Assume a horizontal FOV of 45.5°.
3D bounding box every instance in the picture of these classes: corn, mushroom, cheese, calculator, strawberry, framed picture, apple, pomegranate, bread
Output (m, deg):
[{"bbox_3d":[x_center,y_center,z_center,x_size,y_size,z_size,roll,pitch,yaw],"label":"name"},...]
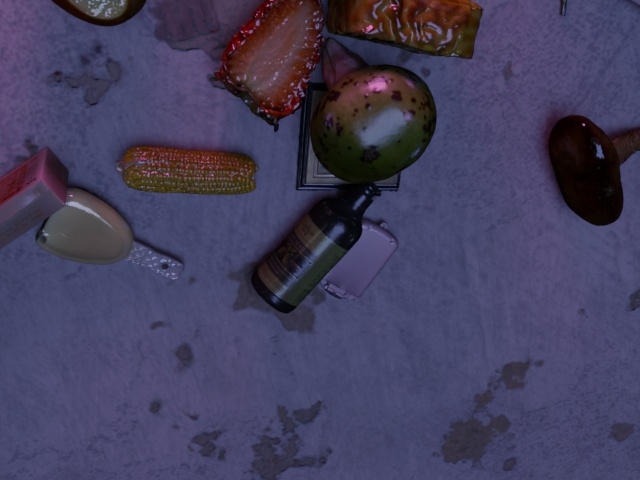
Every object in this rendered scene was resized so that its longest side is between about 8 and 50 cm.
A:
[{"bbox_3d":[-0.219,-0.114,1.272,0.238,0.080,0.080,4,113,-17],"label":"corn"},{"bbox_3d":[0.535,-0.167,1.407,0.217,0.148,0.227,-36,128,-15],"label":"mushroom"},{"bbox_3d":[-0.351,0.005,1.313,0.251,0.054,0.127,26,110,-22],"label":"cheese"},{"bbox_3d":[0.071,0.035,1.431,0.100,0.032,0.175,31,104,-24],"label":"calculator"},{"bbox_3d":[-0.069,-0.298,1.224,0.208,0.087,0.167,-49,124,2],"label":"strawberry"},{"bbox_3d":[0.058,-0.177,1.343,0.195,0.010,0.199,-1,114,-12],"label":"framed picture"},{"bbox_3d":[-0.312,-0.408,1.070,0.173,0.160,0.195,22,110,-17],"label":"apple"},{"bbox_3d":[0.066,-0.215,1.229,0.214,0.214,0.248,-30,82,2],"label":"pomegranate"},{"bbox_3d":[0.127,-0.345,1.187,0.222,0.181,0.096,8,102,-15],"label":"bread"}]

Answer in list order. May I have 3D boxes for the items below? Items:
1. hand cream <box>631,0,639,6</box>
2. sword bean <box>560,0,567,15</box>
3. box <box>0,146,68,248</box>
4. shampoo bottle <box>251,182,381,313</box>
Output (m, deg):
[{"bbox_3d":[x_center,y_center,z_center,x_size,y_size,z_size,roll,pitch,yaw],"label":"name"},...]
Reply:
[{"bbox_3d":[0.687,-0.412,1.332,0.359,0.118,0.185,33,107,-16],"label":"hand cream"},{"bbox_3d":[0.419,-0.428,1.308,0.012,0.012,0.083,-9,115,-9],"label":"sword bean"},{"bbox_3d":[-0.497,-0.049,1.206,0.201,0.141,0.058,-32,122,4],"label":"box"},{"bbox_3d":[0.000,0.000,1.361,0.101,0.101,0.284,38,101,-25],"label":"shampoo bottle"}]
